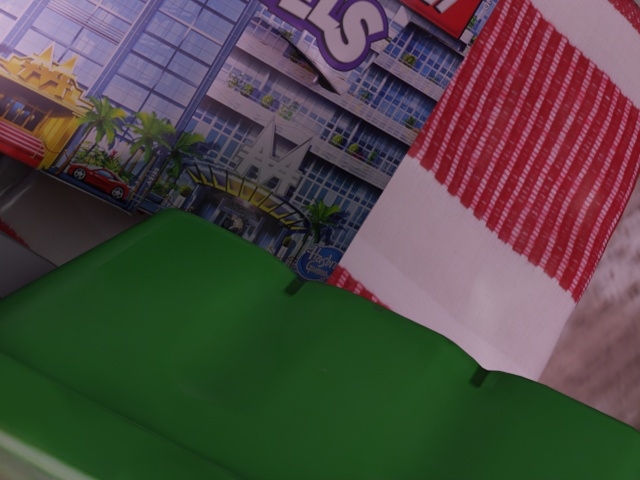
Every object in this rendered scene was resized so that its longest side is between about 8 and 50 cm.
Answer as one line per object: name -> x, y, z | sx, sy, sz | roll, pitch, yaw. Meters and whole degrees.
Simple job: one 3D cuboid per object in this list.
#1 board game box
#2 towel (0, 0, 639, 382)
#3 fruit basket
board game box -> -0.015, -0.100, 0.480 | 0.194, 0.060, 0.194 | 26, 99, -36
towel -> 0.000, 0.000, 0.600 | 0.237, 0.037, 0.329 | 42, 67, -32
fruit basket -> -0.045, 0.169, 0.359 | 0.353, 0.327, 0.165 | -56, 166, -37
